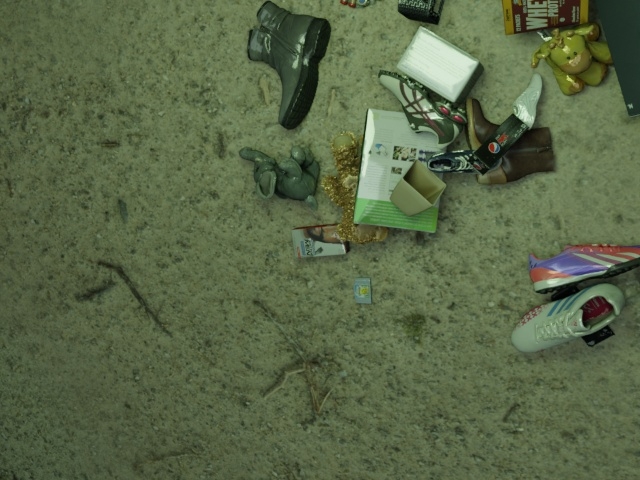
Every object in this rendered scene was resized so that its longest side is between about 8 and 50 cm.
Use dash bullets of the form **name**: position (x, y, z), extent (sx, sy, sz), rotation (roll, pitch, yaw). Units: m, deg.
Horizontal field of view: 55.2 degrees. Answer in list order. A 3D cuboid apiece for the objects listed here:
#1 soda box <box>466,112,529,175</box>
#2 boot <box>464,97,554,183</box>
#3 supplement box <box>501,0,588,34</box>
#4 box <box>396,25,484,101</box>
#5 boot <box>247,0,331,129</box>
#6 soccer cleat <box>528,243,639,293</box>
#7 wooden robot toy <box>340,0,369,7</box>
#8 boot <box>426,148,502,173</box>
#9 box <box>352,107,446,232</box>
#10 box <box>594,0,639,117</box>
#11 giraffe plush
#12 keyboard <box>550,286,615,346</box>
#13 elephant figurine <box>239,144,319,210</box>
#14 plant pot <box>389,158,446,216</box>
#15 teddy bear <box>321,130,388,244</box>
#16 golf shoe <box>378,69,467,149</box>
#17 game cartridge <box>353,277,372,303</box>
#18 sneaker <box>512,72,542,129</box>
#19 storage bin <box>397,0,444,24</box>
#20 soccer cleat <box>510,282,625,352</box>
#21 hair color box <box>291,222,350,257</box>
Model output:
- **soda box**: position (0.452, -0.245, 1.563), extent (0.060, 0.053, 0.169), rotation (44, 74, 6)
- **boot**: position (0.505, -0.281, 1.651), extent (0.207, 0.090, 0.248), rotation (-13, 93, 8)
- **supplement box**: position (0.535, -0.623, 1.473), extent (0.192, 0.129, 0.194), rotation (-3, 59, 20)
- **box**: position (0.319, -0.455, 1.608), extent (0.182, 0.181, 0.119), rotation (35, 109, 10)
- **boot**: position (-0.118, -0.511, 1.800), extent (0.223, 0.118, 0.338), rotation (20, 97, 17)
- **soccer cleat**: position (0.716, 0.050, 1.626), extent (0.318, 0.109, 0.116), rotation (-18, 75, 18)
- **wooden robot toy**: position (0.087, -0.690, 1.694), extent (0.173, 0.079, 0.076), rotation (22, 108, 14)
- **boot**: position (0.376, -0.201, 1.605), extent (0.190, 0.086, 0.069), rotation (-2, 105, 19)
- **box**: position (0.223, -0.193, 1.705), extent (0.233, 0.058, 0.321), rotation (8, 93, 0)
- **box**: position (0.826, -0.492, 1.359), extent (0.313, 0.179, 0.343), rotation (-21, 95, -6)
- **giraffe plush**: position (0.618, -0.465, 1.506), extent (0.210, 0.170, 0.181), rotation (35, 111, 10)
- **keyboard**: position (0.735, 0.198, 1.690), extent (0.108, 0.023, 0.180), rotation (-40, 88, 29)
- **elephant figurine**: position (-0.131, -0.191, 1.859), extent (0.240, 0.186, 0.169), rotation (-10, 142, 31)
- **plant pot**: position (0.248, -0.128, 1.621), extent (0.109, 0.109, 0.096), rotation (41, 136, -2)
- **teddy bear**: position (0.122, -0.160, 1.790), extent (0.245, 0.113, 0.337), rotation (-21, 93, 4)
- **golf shoe**: position (0.252, -0.353, 1.618), extent (0.273, 0.105, 0.120), rotation (36, 109, 10)
- **game cartridge**: position (0.131, 0.156, 1.897), extent (0.056, 0.017, 0.083), rotation (0, 101, 23)
- **sneaker**: position (0.539, -0.368, 1.599), extent (0.061, 0.054, 0.152), rotation (14, 84, 10)
- **storage bin**: position (0.268, -0.637, 1.587), extent (0.084, 0.180, 0.122), rotation (18, 107, 16)
- **soccer cleat**: position (0.649, 0.217, 1.641), extent (0.331, 0.143, 0.116), rotation (-37, 88, 29)
- **hair color box**: position (0.000, 0.000, 1.889), extent (0.167, 0.053, 0.093), rotation (-6, 99, 19)
